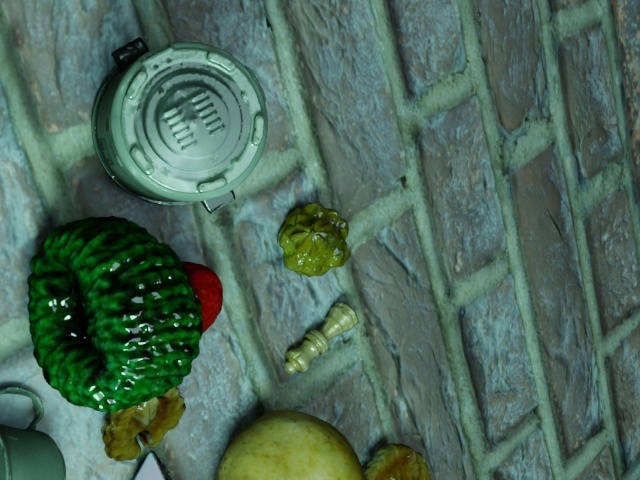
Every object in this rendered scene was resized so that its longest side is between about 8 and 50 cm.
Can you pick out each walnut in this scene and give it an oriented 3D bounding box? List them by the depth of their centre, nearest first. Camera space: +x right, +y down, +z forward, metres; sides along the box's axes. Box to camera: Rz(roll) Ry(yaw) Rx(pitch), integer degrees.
[{"bbox_3d":[-0.278,0.267,1.435,0.143,0.069,0.170,-28,149,-36],"label":"walnut"}]

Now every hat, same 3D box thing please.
[{"bbox_3d":[-0.246,0.099,1.367,0.332,0.242,0.274,-2,80,-57],"label":"hat"}]

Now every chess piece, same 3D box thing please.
[{"bbox_3d":[-0.004,0.185,1.708,0.172,0.060,0.060,-41,120,-28],"label":"chess piece"}]

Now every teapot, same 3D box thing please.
[{"bbox_3d":[-0.423,0.322,1.300,0.149,0.162,0.239,13,57,-50],"label":"teapot"}]

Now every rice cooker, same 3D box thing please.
[{"bbox_3d":[-0.207,-0.170,1.369,0.241,0.227,0.280,-36,104,-15],"label":"rice cooker"}]

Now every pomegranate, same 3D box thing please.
[{"bbox_3d":[-0.054,0.416,1.572,0.260,0.260,0.260,-6,100,-41],"label":"pomegranate"}]

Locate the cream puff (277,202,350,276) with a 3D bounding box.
[{"bbox_3d":[0.000,0.000,1.648,0.146,0.116,0.146,-3,95,-39],"label":"cream puff"}]

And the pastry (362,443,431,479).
[{"bbox_3d":[0.140,0.516,1.846,0.218,0.100,0.229,-49,119,-31],"label":"pastry"}]

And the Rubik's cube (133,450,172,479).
[{"bbox_3d":[-0.297,0.450,1.474,0.178,0.211,0.190,-24,91,-10],"label":"Rubik's cube"}]
